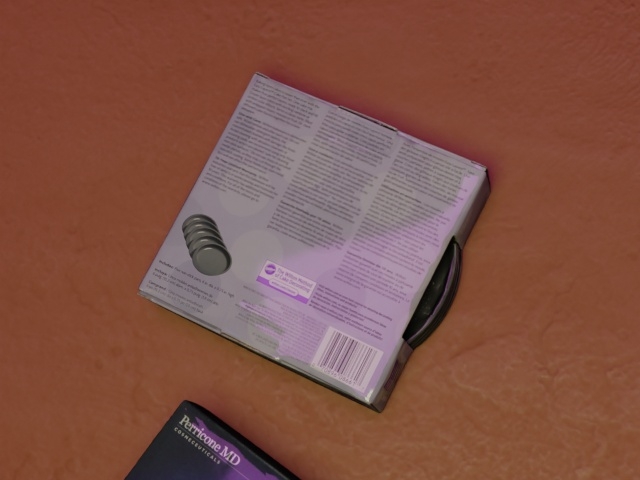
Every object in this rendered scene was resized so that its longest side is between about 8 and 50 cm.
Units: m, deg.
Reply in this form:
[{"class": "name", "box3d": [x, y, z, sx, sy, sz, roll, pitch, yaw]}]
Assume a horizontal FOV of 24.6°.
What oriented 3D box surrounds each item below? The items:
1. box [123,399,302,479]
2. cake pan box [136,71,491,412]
[{"class": "box", "box3d": [-0.111, 0.270, 1.300, 0.153, 0.108, 0.207, 33, 83, 19]}, {"class": "cake pan box", "box3d": [0.000, 0.000, 1.378, 0.266, 0.070, 0.246, 23, 82, 17]}]
